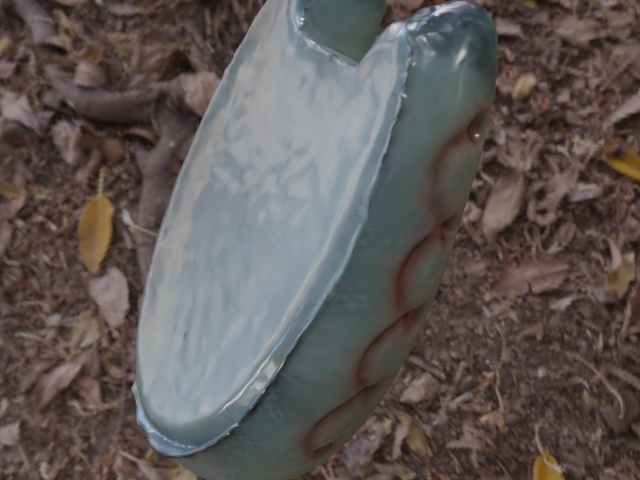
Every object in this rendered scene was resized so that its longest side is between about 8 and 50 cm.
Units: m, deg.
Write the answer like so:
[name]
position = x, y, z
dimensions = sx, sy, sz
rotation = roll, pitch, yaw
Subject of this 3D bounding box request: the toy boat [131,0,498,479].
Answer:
[toy boat]
position = 0.000, 0.000, 0.382
dimensions = 0.134, 0.079, 0.207
rotation = 42, 114, 50
